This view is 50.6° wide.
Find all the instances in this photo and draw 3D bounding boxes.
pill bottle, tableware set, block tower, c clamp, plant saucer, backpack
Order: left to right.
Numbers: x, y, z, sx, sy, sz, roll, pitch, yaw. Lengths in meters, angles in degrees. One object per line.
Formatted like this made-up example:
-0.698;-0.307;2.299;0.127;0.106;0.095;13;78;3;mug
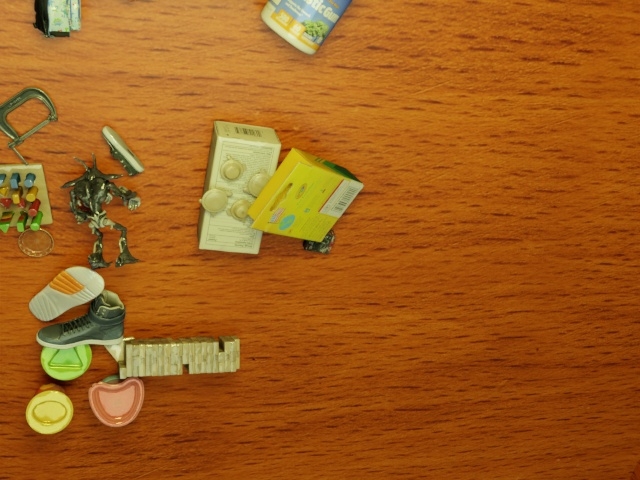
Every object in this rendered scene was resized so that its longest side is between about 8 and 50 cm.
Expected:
-0.670;-0.271;1.558;0.160;0.022;0.137;-36;117;10;c clamp
-0.718;0.003;1.712;0.083;0.013;0.083;-6;122;-10;plant saucer
-0.548;-0.490;1.409;0.084;0.105;0.114;-13;125;-33;backpack
-0.395;0.324;1.909;0.335;0.091;0.097;-1;94;-20;block tower
-0.200;-0.117;1.634;0.141;0.020;0.169;28;108;-29;tableware set
0.003;-0.558;1.474;0.152;0.152;0.272;28;111;-27;pill bottle

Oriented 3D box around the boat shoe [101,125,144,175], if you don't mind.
-0.481;-0.211;1.624;0.040;0.049;0.142;-32;125;6;boat shoe

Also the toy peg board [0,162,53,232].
-0.738;-0.092;1.612;0.161;0.079;0.161;-5;121;-12;toy peg board

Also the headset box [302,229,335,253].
0.000;0.000;1.879;0.083;0.032;0.062;9;118;-20;headset box

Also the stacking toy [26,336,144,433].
-0.665;0.392;1.934;0.309;0.130;0.280;4;92;-20;stacking toy

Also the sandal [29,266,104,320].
-0.661;0.124;1.771;0.265;0.076;0.102;-26;111;27;sandal

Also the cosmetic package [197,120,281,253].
-0.210;-0.129;1.702;0.160;0.113;0.309;6;119;-18;cosmetic package

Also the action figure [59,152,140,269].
-0.530;-0.071;1.647;0.164;0.141;0.276;-10;96;1;action figure

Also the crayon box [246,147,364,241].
-0.045;-0.109;1.675;0.202;0.081;0.318;-52;153;14;crayon box

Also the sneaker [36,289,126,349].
-0.631;0.206;1.800;0.226;0.086;0.163;-1;132;-28;sneaker
